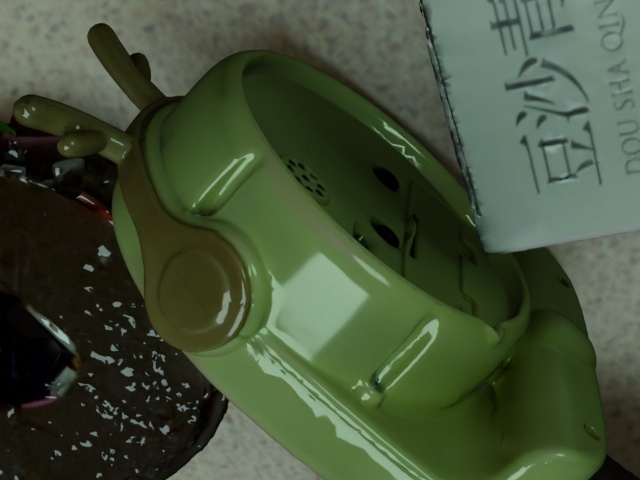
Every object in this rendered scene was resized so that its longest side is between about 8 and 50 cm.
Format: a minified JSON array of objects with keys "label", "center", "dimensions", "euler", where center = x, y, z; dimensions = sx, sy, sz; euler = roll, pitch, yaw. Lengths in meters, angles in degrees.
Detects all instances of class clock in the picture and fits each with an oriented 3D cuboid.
[{"label":"clock","center":[0.000,0.000,0.615],"dimensions":[0.308,0.235,0.096],"euler":[38,113,-11]}]

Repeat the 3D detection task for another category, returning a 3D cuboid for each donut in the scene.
[{"label":"donut","center":[-0.173,0.045,0.748],"dimensions":[0.269,0.103,0.270],"euler":[4,120,7]}]

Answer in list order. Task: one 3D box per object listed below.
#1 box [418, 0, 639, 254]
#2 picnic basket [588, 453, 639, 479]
[{"label":"box","center":[0.221,-0.193,0.519],"dimensions":[0.385,0.122,0.345],"euler":[-10,120,15]},{"label":"picnic basket","center":[0.114,0.227,0.694],"dimensions":[0.129,0.297,0.223],"euler":[-16,122,-33]}]
